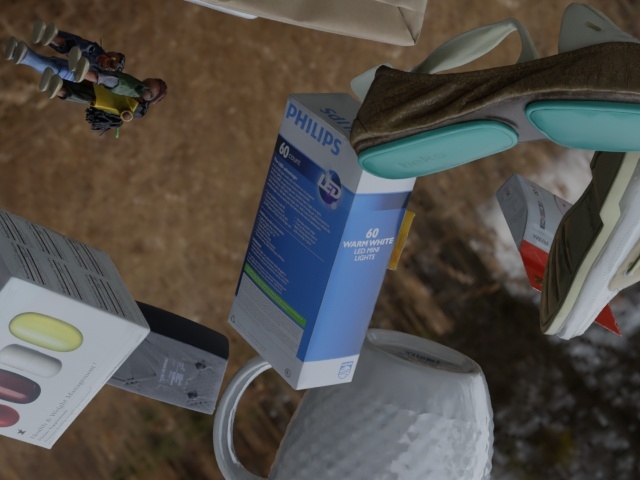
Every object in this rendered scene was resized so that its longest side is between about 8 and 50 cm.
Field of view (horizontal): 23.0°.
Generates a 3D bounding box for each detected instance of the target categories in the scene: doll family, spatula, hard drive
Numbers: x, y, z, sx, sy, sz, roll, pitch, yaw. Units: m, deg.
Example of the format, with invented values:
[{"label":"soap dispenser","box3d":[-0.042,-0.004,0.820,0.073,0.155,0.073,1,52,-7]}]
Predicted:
[{"label":"doll family","box3d":[-0.210,-0.150,1.448,0.111,0.193,0.076,14,111,-39]},{"label":"spatula","box3d":[0.178,-0.218,2.408,0.242,0.168,0.019,-25,162,-27]},{"label":"hard drive","box3d":[-0.251,0.146,2.146,0.172,0.254,0.054,108,-1,-54]}]

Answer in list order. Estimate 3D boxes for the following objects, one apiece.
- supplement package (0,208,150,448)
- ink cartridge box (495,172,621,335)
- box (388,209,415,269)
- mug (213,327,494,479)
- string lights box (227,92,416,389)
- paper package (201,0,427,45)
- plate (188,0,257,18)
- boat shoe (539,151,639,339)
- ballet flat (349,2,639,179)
[{"label":"supplement package","box3d":[-0.341,0.094,1.738,0.203,0.149,0.194,26,110,-45]},{"label":"ink cartridge box","box3d":[0.368,0.017,2.337,0.066,0.189,0.232,-52,-152,21]},{"label":"box","box3d":[0.047,-0.021,2.070,0.028,0.136,0.081,152,-41,-85]},{"label":"mug","box3d":[0.036,0.277,2.020,0.276,0.374,0.328,-11,120,-71]},{"label":"string lights box","box3d":[0.000,0.000,1.538,0.076,0.133,0.260,-4,122,-38]},{"label":"paper package","box3d":[-0.062,-0.365,1.847,0.309,0.168,0.325,9,-164,-33]},{"label":"plate","box3d":[-0.154,-0.434,2.152,0.278,0.045,0.277,11,128,-26]},{"label":"boat shoe","box3d":[0.297,-0.002,1.538,0.302,0.103,0.113,108,-11,-49]},{"label":"ballet flat","box3d":[0.180,-0.131,1.326,0.342,0.124,0.116,-6,159,33]}]
